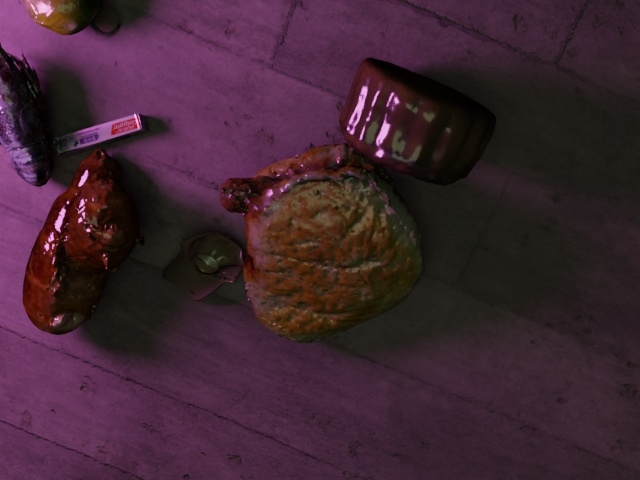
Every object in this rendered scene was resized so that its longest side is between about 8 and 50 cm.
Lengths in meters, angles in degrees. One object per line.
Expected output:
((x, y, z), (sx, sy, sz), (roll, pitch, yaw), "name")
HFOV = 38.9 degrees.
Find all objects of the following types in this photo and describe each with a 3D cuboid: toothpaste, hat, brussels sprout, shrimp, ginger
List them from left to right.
((-0.654, -0.280, 1.857), (0.172, 0.137, 0.372), (-18, 104, -8), "shrimp")
((-0.511, -0.481, 1.810), (0.155, 0.117, 0.155), (0, 90, 21), "brussels sprout")
((-0.497, 0.036, 1.884), (0.176, 0.254, 0.418), (16, 108, -34), "ginger")
((-0.462, -0.222, 1.912), (0.196, 0.047, 0.040), (-15, 88, 9), "toothpaste")
((-0.262, 0.046, 1.957), (0.147, 0.085, 0.175), (42, 127, -17), "hat")

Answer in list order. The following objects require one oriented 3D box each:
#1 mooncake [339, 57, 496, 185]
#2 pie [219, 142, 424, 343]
((0.183, -0.224, 1.733), (0.290, 0.290, 0.161), (23, 109, -1), "mooncake")
((0.018, 0.018, 1.870), (0.395, 0.180, 0.418), (-11, 116, 14), "pie")
